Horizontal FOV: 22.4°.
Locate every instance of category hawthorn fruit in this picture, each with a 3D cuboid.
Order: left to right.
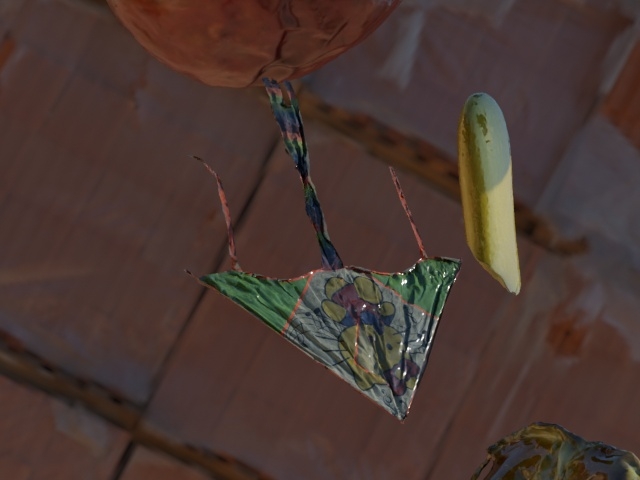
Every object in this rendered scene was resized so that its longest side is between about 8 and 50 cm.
[{"bbox_3d":[-0.017,-0.227,1.134,0.272,0.242,0.242,-3,-24,32],"label":"hawthorn fruit"}]

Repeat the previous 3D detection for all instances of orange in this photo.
[{"bbox_3d":[0.163,0.204,1.099,0.112,0.160,0.170,45,29,-37],"label":"orange"}]

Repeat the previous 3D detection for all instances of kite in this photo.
[{"bbox_3d":[0.000,0.000,0.930,0.198,0.006,0.244,1,54,-35],"label":"kite"}]

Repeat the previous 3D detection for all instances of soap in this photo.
[{"bbox_3d":[0.136,-0.036,1.316,0.033,0.168,0.089,-2,6,29],"label":"soap"}]
